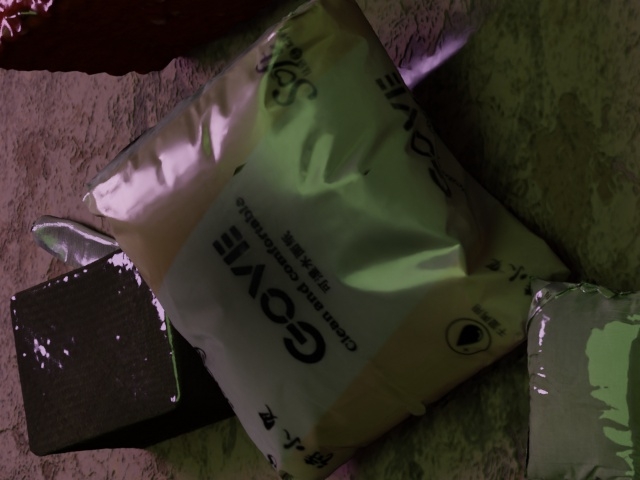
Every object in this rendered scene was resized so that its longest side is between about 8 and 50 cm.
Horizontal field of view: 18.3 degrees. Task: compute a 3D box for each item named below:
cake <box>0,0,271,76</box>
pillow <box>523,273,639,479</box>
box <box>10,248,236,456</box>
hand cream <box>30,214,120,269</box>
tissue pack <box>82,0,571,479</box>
[{"bbox_3d":[-0.204,-0.354,1.994,0.269,0.270,0.319,-27,70,44],"label":"cake"},{"bbox_3d":[0.230,0.124,1.635,0.134,0.078,0.181,8,96,48],"label":"pillow"},{"bbox_3d":[-0.185,0.109,2.063,0.273,0.143,0.184,-23,72,45],"label":"box"},{"bbox_3d":[-0.272,0.008,2.254,0.165,0.037,0.057,23,106,39],"label":"hand cream"},{"bbox_3d":[0.000,0.000,1.824,0.390,0.195,0.375,-41,80,37],"label":"tissue pack"}]
